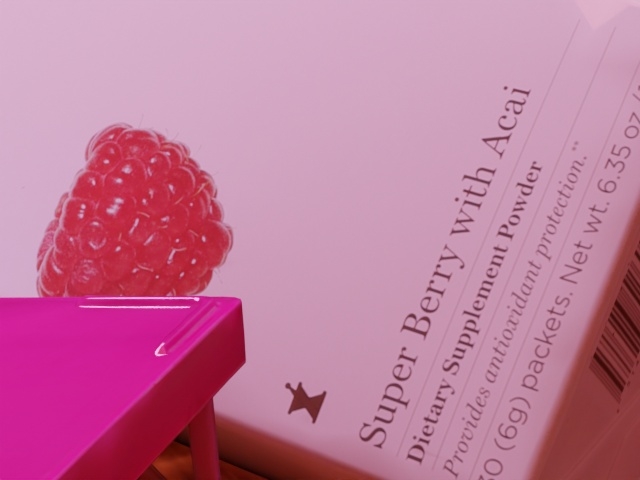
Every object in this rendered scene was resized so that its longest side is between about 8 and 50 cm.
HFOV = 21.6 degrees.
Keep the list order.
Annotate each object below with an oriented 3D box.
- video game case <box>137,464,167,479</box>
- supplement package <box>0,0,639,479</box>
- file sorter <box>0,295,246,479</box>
[{"bbox_3d":[-0.173,0.047,0.599,0.204,0.285,0.025,5,59,28],"label":"video game case"},{"bbox_3d":[0.000,0.000,0.629,0.293,0.177,0.175,17,-13,30],"label":"supplement package"},{"bbox_3d":[-0.149,0.141,0.369,0.202,0.182,0.290,0,16,17],"label":"file sorter"}]
